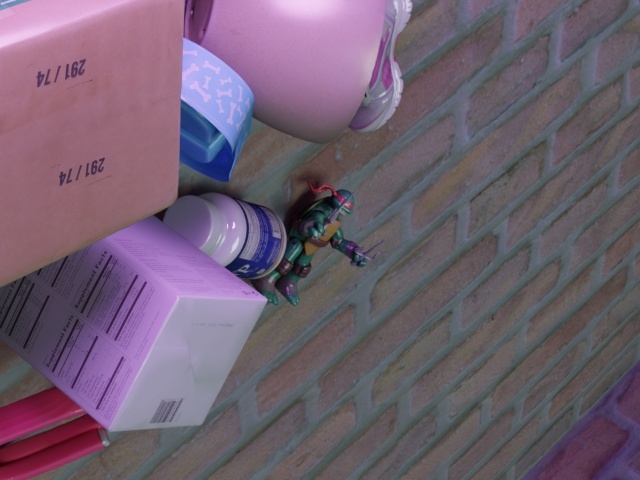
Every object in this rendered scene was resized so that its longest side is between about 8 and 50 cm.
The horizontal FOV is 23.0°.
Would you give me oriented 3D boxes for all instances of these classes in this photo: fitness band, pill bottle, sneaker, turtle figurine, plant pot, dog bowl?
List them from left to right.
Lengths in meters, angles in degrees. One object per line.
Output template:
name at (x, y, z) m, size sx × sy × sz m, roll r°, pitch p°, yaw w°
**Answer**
fitness band at (-0.381, 0.262, 2.102) m, size 0.291 × 0.054 × 0.209 m, roll -23°, pitch 162°, yaw -2°
dog bowl at (-0.159, -0.164, 1.933) m, size 0.074 × 0.166 × 0.297 m, roll -57°, pitch 177°, yaw -13°
pill bottle at (-0.139, -0.009, 2.236) m, size 0.112 × 0.112 × 0.186 m, roll -60°, pitch 151°, yaw 8°
plant pot at (-0.060, -0.275, 1.959) m, size 0.191 × 0.284 × 0.284 m, roll 9°, pitch 118°, yaw -21°
turtle figurine at (0.000, 0.000, 2.458) m, size 0.234 × 0.118 × 0.175 m, roll -48°, pitch 140°, yaw 18°
sneaker at (0.053, -0.264, 2.289) m, size 0.111 × 0.103 × 0.252 m, roll -26°, pitch 134°, yaw -37°

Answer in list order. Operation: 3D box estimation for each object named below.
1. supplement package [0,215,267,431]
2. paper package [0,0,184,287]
supplement package at (-0.253, 0.087, 2.002) m, size 0.199 × 0.262 × 0.198 m, roll 7°, pitch 115°, yaw -59°
paper package at (-0.308, -0.134, 1.604) m, size 0.325 × 0.168 × 0.309 m, roll -28°, pitch 139°, yaw -36°
